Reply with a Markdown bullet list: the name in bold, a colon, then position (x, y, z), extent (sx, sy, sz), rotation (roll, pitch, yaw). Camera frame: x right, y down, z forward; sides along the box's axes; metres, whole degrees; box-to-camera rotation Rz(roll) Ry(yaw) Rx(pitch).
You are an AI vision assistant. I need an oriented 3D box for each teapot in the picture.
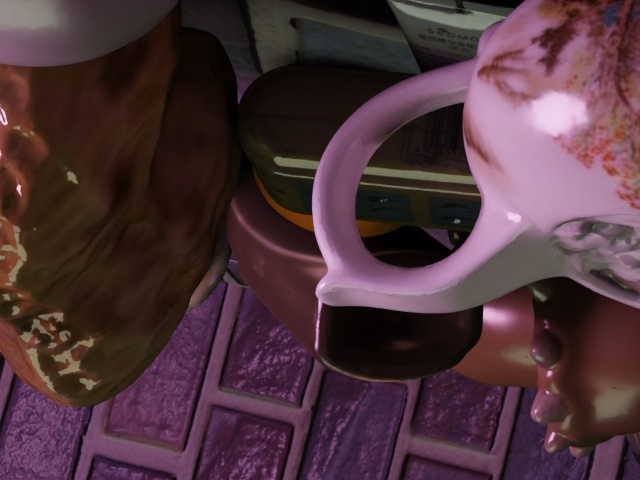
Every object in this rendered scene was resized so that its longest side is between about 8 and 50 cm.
- **teapot**: position (0.140, -0.020, 0.598), extent (0.298, 0.139, 0.204), rotation (8, 165, 29)

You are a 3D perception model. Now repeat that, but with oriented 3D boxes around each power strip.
- **power strip**: position (0.157, -0.025, 0.744), extent (0.387, 0.066, 0.092), rotation (5, 166, 8)

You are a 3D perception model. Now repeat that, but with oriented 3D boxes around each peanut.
- **peanut**: position (-0.102, -0.038, 0.732), extent (0.110, 0.197, 0.233), rotation (8, 154, 18)

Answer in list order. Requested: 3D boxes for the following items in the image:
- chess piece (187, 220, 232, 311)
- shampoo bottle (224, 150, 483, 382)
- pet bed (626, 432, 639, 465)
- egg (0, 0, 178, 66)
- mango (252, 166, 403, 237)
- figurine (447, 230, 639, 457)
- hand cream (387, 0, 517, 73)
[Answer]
- **chess piece**: position (-0.205, -0.027, 1.543), extent (0.144, 0.144, 0.251), rotation (11, 167, 30)
- **shampoo bottle**: position (0.000, 0.000, 1.117), extent (0.125, 0.084, 0.350), rotation (0, -165, -18)
- **pet bed**: position (0.347, 0.113, 1.444), extent (0.183, 0.159, 0.211), rotation (-12, 174, 3)
- **egg**: position (-0.107, -0.113, 0.568), extent (0.135, 0.103, 0.103), rotation (14, 174, 14)
- **mango**: position (0.012, -0.048, 0.975), extent (0.111, 0.089, 0.163), rotation (12, -177, -15)
- **figurine**: position (0.161, 0.049, 1.093), extent (0.247, 0.177, 0.173), rotation (20, -165, 17)
- **hand cream**: position (0.074, -0.081, 0.778), extent (0.067, 0.042, 0.194), rotation (17, 169, 13)
